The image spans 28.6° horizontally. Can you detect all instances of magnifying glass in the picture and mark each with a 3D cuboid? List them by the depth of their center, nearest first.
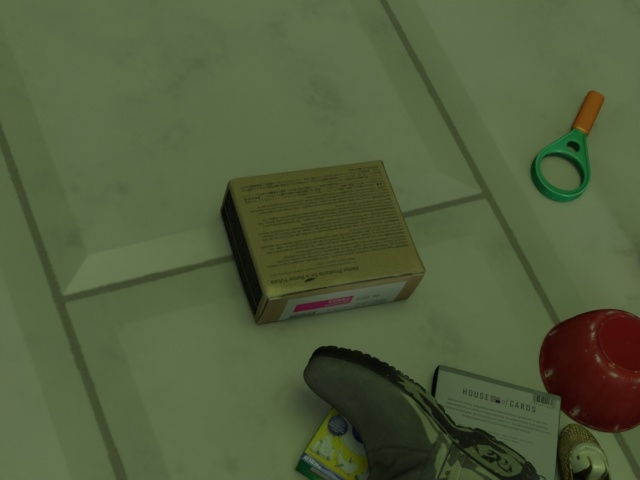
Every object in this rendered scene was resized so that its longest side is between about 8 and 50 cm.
[{"bbox_3d":[0.401,-0.152,1.980,0.092,0.026,0.231,28,55,3],"label":"magnifying glass"}]

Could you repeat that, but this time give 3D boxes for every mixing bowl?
[{"bbox_3d":[0.405,0.163,1.740,0.182,0.098,0.181,7,57,-10],"label":"mixing bowl"}]

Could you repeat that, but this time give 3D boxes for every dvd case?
[{"bbox_3d":[0.222,0.293,1.649,0.179,0.029,0.238,16,56,-5],"label":"dvd case"}]

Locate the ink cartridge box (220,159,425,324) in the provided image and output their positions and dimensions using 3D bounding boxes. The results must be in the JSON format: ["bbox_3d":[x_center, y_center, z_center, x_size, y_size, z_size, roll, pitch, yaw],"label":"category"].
[{"bbox_3d":[0.000,0.000,1.734,0.235,0.088,0.193,-8,63,-21],"label":"ink cartridge box"}]

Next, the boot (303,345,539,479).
[{"bbox_3d":[0.073,0.286,1.506,0.338,0.118,0.222,30,66,22],"label":"boot"}]

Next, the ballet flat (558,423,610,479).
[{"bbox_3d":[0.359,0.327,1.643,0.073,0.067,0.206,3,58,-13],"label":"ballet flat"}]

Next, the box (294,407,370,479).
[{"bbox_3d":[0.056,0.248,1.624,0.105,0.043,0.179,32,54,5],"label":"box"}]
